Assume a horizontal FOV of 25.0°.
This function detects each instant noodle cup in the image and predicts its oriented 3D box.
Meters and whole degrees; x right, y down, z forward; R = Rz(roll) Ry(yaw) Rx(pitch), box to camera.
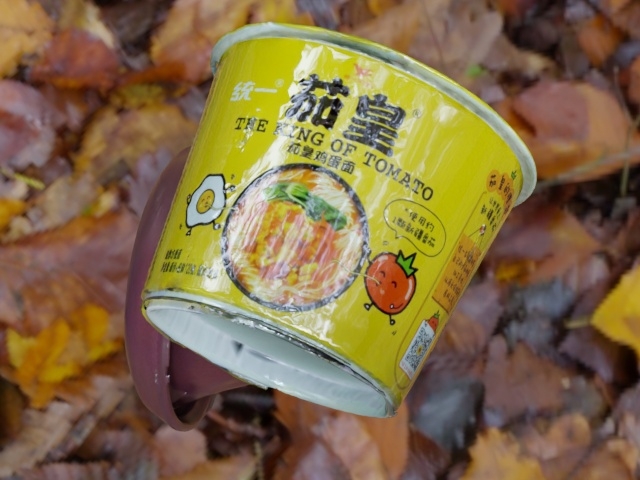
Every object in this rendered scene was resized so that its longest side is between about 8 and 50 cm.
[{"bbox_3d":[0.000,0.000,0.730,0.182,0.182,0.144,17,71,19],"label":"instant noodle cup"}]

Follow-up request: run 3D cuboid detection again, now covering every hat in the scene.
[{"bbox_3d":[-0.055,0.027,0.906,0.089,0.205,0.205,8,69,10],"label":"hat"}]
